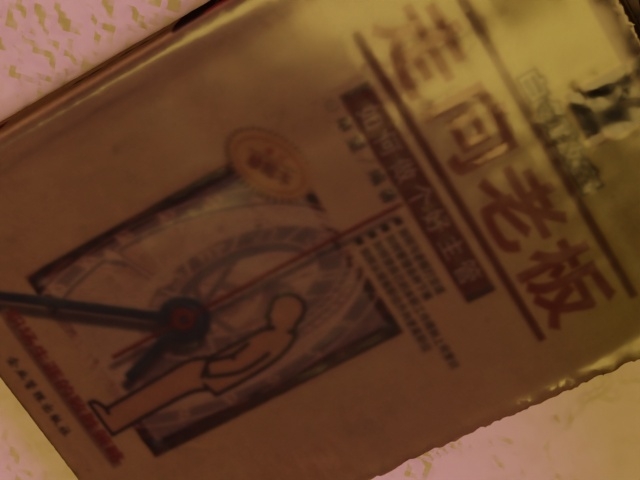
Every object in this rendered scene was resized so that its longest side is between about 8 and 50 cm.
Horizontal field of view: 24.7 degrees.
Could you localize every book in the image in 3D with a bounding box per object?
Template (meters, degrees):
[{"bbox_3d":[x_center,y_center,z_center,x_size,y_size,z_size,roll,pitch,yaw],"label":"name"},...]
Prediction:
[{"bbox_3d":[0.000,0.000,0.452,0.231,0.026,0.161,-28,108,16],"label":"book"}]

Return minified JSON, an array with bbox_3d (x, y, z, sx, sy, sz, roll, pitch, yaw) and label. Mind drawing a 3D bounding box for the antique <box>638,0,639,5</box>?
[{"bbox_3d":[0.170,0.026,0.397,0.093,0.087,0.310,-22,111,-8],"label":"antique"}]
